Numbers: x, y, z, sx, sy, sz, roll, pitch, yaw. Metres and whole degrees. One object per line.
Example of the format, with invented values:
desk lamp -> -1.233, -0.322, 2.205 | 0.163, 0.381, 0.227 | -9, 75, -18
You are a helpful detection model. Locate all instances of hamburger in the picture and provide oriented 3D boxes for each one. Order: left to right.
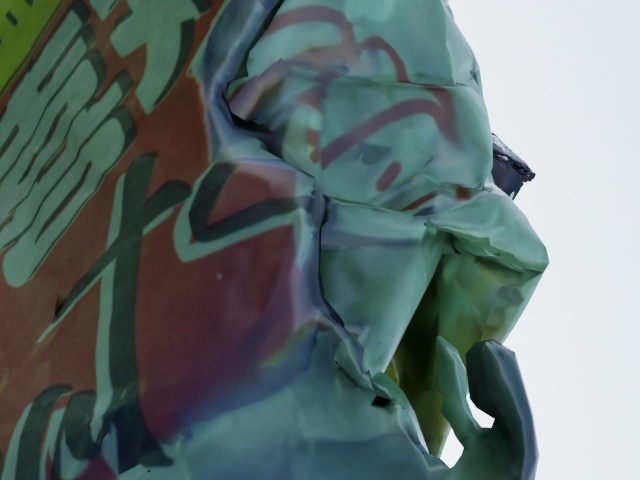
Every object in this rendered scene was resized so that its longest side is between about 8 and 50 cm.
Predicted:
hamburger -> -0.049, 0.023, 0.501 | 0.150, 0.260, 0.276 | 42, 38, -48

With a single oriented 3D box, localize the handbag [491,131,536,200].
handbag -> 0.000, 0.000, 1.055 | 0.169, 0.215, 0.155 | 25, 10, -40
